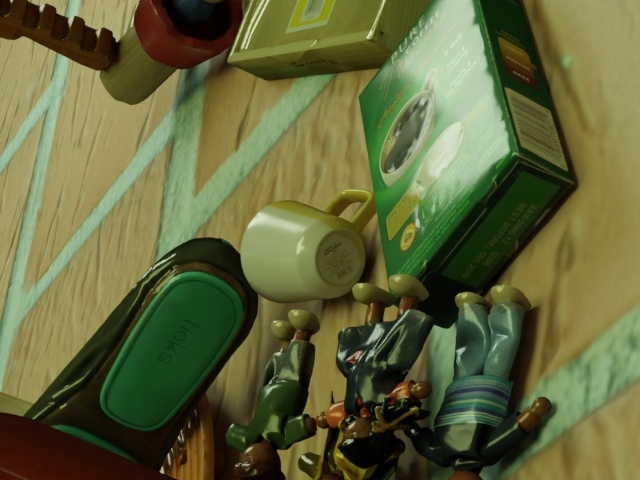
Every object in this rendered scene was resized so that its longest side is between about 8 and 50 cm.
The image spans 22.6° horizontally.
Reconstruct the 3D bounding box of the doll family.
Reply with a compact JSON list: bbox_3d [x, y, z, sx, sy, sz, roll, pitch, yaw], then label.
[{"bbox_3d":[0.029,0.085,0.772,0.193,0.076,0.111,-29,39,53],"label":"doll family"}]

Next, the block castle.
[{"bbox_3d":[-0.179,-0.370,1.376,0.213,0.303,0.453,-33,41,53],"label":"block castle"}]

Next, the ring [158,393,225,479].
[{"bbox_3d":[-0.146,0.244,1.072,0.336,0.032,0.336,-48,30,39],"label":"ring"}]

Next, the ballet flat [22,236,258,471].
[{"bbox_3d":[-0.132,0.109,1.025,0.280,0.095,0.096,-48,17,15],"label":"ballet flat"}]

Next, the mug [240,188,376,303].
[{"bbox_3d":[-0.003,0.001,0.944,0.064,0.062,0.078,6,81,59],"label":"mug"}]

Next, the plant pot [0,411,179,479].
[{"bbox_3d":[-0.099,0.219,0.719,0.267,0.267,0.236,-65,10,6],"label":"plant pot"}]

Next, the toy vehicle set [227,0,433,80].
[{"bbox_3d":[0.023,-0.197,1.102,0.267,0.035,0.166,8,77,67],"label":"toy vehicle set"}]

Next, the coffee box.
[{"bbox_3d":[0.072,-0.056,0.847,0.113,0.040,0.184,-53,27,30],"label":"coffee box"}]

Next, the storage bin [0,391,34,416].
[{"bbox_3d":[-0.270,0.238,1.156,0.260,0.123,0.262,-15,56,63],"label":"storage bin"}]
